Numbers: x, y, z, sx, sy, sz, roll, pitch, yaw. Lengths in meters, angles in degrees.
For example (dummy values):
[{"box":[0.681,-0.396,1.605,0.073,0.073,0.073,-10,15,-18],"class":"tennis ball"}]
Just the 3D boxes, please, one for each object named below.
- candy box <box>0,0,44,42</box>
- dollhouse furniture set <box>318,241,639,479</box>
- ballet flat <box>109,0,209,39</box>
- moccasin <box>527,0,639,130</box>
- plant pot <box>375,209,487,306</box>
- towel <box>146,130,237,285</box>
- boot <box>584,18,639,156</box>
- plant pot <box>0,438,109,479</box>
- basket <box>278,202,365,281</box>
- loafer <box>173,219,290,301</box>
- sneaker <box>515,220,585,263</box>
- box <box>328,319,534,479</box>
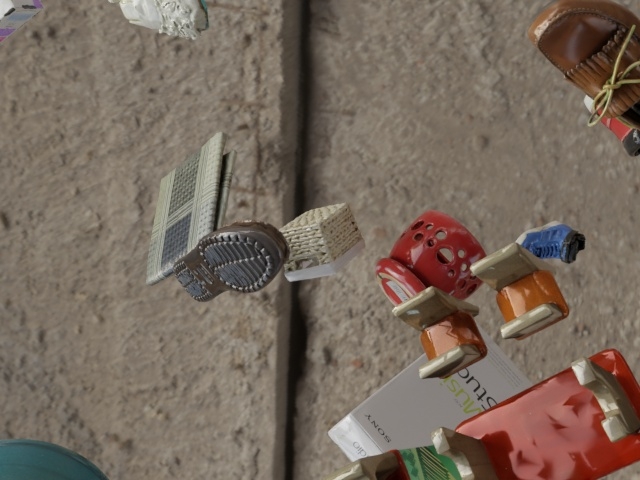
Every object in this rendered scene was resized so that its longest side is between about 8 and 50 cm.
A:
[{"box":[-0.593,-0.426,1.482,0.196,0.070,0.164,-24,90,31],"class":"candy box"},{"box":[0.137,0.177,0.679,0.259,0.135,0.262,-32,62,23],"class":"dollhouse furniture set"},{"box":[-0.363,-0.504,1.759,0.409,0.147,0.147,47,126,43],"class":"ballet flat"},{"box":[0.465,-0.248,1.325,0.380,0.147,0.139,29,130,-36],"class":"moccasin"},{"box":[0.218,0.062,1.740,0.174,0.191,0.191,-41,92,-15],"class":"plant pot"},{"box":[-0.315,-0.073,2.093,0.056,0.324,0.312,22,146,-32],"class":"towel"},{"box":[0.587,-0.269,1.548,0.176,0.088,0.244,61,158,29],"class":"boot"},{"box":[-0.411,0.442,1.106,0.272,0.255,0.271,-1,112,-2],"class":"plant pot"},{"box":[0.000,0.000,1.680,0.113,0.167,0.103,-10,104,27],"class":"basket"},{"box":[-0.161,0.018,1.620,0.134,0.130,0.366,54,149,-13],"class":"loafer"},{"box":[0.423,0.014,1.572,0.084,0.152,0.058,30,130,43],"class":"sneaker"},{"box":[0.184,0.251,1.090,0.232,0.322,0.058,48,129,12],"class":"box"}]
